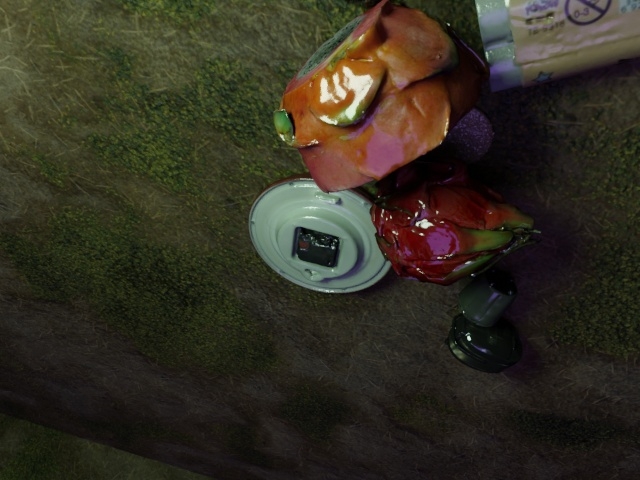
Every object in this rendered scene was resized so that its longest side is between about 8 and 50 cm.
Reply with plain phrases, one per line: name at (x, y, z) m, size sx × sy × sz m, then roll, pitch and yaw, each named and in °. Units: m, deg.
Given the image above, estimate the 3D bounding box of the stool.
stool at (0.344, 0.115, 1.015) m, size 0.096 × 0.096 × 0.110 m, roll 23°, pitch 129°, yaw -4°

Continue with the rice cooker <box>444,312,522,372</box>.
rice cooker at (0.362, 0.228, 1.099) m, size 0.165 × 0.112 × 0.107 m, roll 19°, pitch 140°, yaw 0°

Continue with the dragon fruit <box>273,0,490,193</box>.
dragon fruit at (0.062, -0.204, 0.682) m, size 0.290 × 0.291 × 0.189 m, roll -28°, pitch 110°, yaw 36°

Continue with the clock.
clock at (0.000, 0.000, 1.024) m, size 0.318 × 0.080 × 0.319 m, roll 8°, pitch 133°, yaw 9°

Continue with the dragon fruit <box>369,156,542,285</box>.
dragon fruit at (0.214, -0.035, 0.818) m, size 0.292 × 0.234 × 0.234 m, roll -1°, pitch 134°, yaw 42°

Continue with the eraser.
eraser at (0.357, -0.298, 0.634) m, size 0.290 × 0.087 × 0.171 m, roll -9°, pitch 126°, yaw 23°

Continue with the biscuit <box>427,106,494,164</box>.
biscuit at (0.231, -0.175, 0.833) m, size 0.120 × 0.015 × 0.120 m, roll 8°, pitch 134°, yaw 9°
